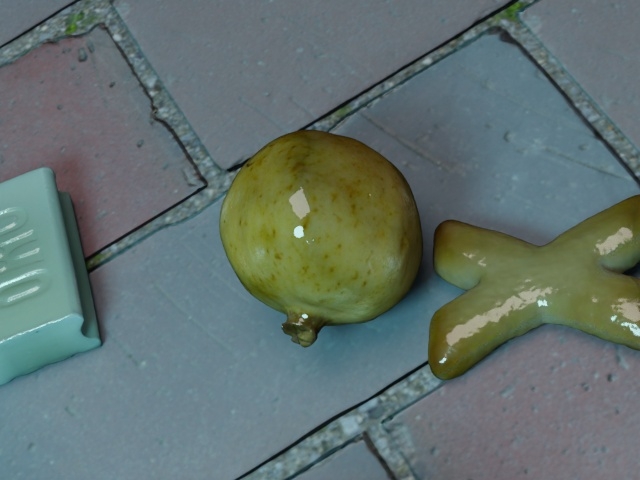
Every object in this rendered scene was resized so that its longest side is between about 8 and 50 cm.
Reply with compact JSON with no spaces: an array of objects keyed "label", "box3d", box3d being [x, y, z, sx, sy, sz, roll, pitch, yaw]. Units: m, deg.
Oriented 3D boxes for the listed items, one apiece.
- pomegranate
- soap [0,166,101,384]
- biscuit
[{"label":"pomegranate","box3d":[0.000,0.000,1.615,0.196,0.196,0.196,-11,52,14]},{"label":"soap","box3d":[-0.289,0.033,1.774,0.119,0.066,0.198,-21,50,3]},{"label":"biscuit","box3d":[0.195,0.036,1.595,0.207,0.047,0.164,-8,51,16]}]
